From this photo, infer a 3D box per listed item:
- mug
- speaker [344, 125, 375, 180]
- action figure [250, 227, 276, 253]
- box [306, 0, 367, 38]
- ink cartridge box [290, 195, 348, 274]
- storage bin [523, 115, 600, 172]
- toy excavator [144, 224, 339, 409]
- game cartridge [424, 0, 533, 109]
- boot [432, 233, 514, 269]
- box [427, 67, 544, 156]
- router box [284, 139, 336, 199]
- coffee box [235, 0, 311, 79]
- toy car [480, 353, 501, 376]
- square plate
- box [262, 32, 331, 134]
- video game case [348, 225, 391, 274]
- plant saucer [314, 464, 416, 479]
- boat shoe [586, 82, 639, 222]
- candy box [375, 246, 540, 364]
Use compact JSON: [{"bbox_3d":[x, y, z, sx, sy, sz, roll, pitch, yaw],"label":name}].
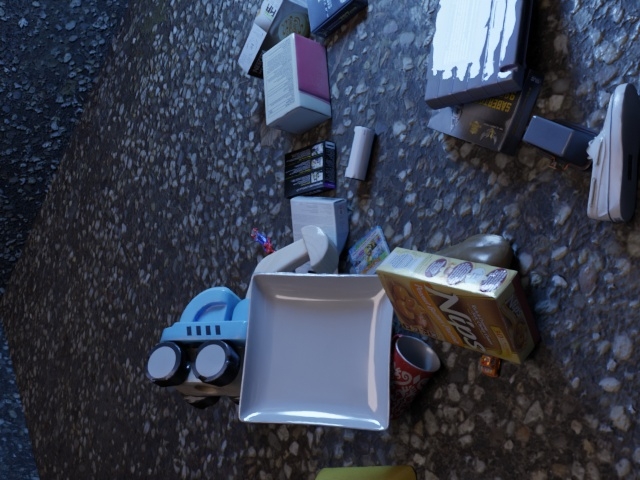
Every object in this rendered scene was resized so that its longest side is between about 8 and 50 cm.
[{"bbox_3d":[0.186,0.309,1.754,0.169,0.113,0.150,-62,-1,26],"label":"mug"},{"bbox_3d":[0.102,-0.223,1.984,0.055,0.055,0.136,15,94,50],"label":"speaker"},{"bbox_3d":[-0.164,0.006,2.268,0.115,0.030,0.038,46,122,39],"label":"action figure"},{"bbox_3d":[0.036,-0.718,2.163,0.183,0.059,0.233,-27,62,45],"label":"box"},{"bbox_3d":[0.000,0.000,2.077,0.189,0.066,0.232,8,109,50],"label":"ink cartridge box"},{"bbox_3d":[0.470,-0.192,1.516,0.135,0.091,0.098,37,110,48],"label":"storage bin"},{"bbox_3d":[-0.187,0.180,1.943,0.433,0.222,0.445,-5,60,25],"label":"toy excavator"},{"bbox_3d":[0.351,-0.465,1.678,0.230,0.068,0.355,-8,63,46],"label":"game cartridge"},{"bbox_3d":[0.298,0.053,1.686,0.305,0.112,0.115,-5,49,53],"label":"boot"},{"bbox_3d":[0.359,-0.305,1.697,0.231,0.056,0.183,32,106,48],"label":"box"},{"bbox_3d":[-0.032,-0.194,2.141,0.179,0.046,0.133,-11,74,48],"label":"router box"},{"bbox_3d":[-0.130,-0.602,2.271,0.246,0.141,0.098,-59,45,22],"label":"coffee box"},{"bbox_3d":[0.331,0.240,1.626,0.122,0.040,0.060,34,108,47],"label":"toy car"},{"bbox_3d":[-0.004,0.246,1.741,0.344,0.049,0.347,1,75,13],"label":"square plate"},{"bbox_3d":[-0.068,-0.439,2.173,0.148,0.127,0.232,-22,67,45],"label":"box"},{"bbox_3d":[0.134,0.064,1.916,0.119,0.015,0.166,-43,52,37],"label":"video game case"},{"bbox_3d":[0.088,0.700,1.786,0.333,0.081,0.333,-20,67,46],"label":"plant saucer"},{"bbox_3d":[0.538,-0.163,1.427,0.084,0.095,0.258,3,83,46],"label":"boat shoe"},{"bbox_3d":[0.279,0.129,1.587,0.316,0.183,0.087,13,49,48],"label":"candy box"}]
